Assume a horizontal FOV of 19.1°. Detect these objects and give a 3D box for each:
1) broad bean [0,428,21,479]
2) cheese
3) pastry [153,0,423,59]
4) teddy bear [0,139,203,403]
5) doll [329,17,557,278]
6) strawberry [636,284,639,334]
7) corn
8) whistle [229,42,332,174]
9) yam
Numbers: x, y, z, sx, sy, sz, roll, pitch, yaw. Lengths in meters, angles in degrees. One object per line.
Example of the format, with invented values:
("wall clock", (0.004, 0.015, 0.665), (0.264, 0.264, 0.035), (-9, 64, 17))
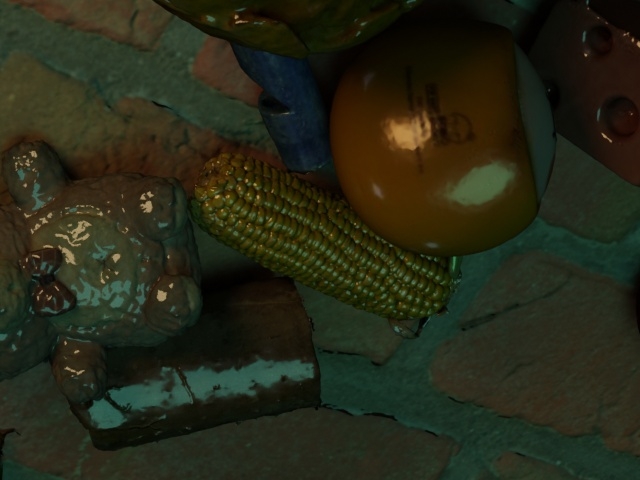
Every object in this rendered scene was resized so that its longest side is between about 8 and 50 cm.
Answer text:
("broad bean", (-0.322, 0.286, 1.918), (0.069, 0.039, 0.227), (-14, 129, -16))
("cheese", (0.312, -0.143, 1.738), (0.177, 0.203, 0.128), (-20, 140, -52))
("pastry", (-0.029, -0.303, 1.447), (0.356, 0.164, 0.356), (-10, 113, -25))
("teddy bear", (-0.237, 0.029, 1.680), (0.267, 0.151, 0.236), (-9, 92, -16))
("doll", (0.111, -0.084, 1.697), (0.213, 0.213, 0.236), (-26, 167, 2))
("strawberry", (0.474, 0.088, 1.903), (0.257, 0.261, 0.261), (-15, 130, -13))
("corn", (0.000, 0.000, 1.771), (0.293, 0.106, 0.106), (23, 116, -27))
("whistle", (-0.054, -0.187, 1.630), (0.062, 0.062, 0.304), (-24, 129, 0))
("yam", (-0.126, 0.119, 1.796), (0.238, 0.129, 0.128), (-14, 128, -9))
